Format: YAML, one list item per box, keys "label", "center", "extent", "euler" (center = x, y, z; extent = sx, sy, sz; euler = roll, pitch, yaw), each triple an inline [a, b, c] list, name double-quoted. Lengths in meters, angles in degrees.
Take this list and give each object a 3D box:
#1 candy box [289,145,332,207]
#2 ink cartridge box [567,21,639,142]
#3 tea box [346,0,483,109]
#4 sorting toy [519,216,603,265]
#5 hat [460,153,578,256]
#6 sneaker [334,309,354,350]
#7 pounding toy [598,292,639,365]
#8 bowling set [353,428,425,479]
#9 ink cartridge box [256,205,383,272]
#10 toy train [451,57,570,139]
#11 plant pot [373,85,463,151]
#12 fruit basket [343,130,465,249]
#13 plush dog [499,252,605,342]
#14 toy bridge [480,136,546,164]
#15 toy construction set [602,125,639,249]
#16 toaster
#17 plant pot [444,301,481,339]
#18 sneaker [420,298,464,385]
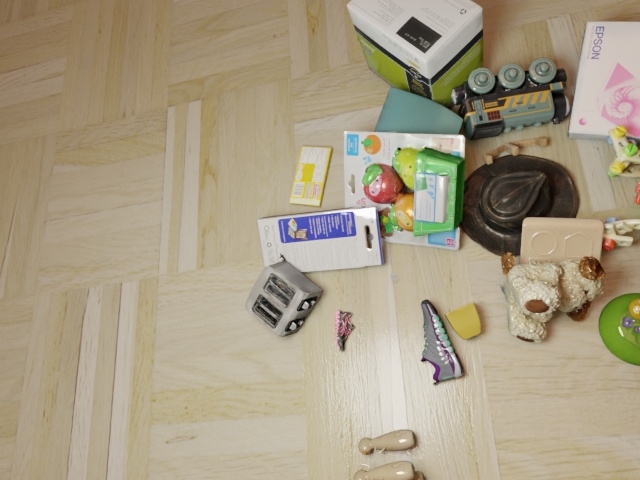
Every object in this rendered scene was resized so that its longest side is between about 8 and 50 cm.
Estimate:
- label: "candy box"
  center: [-0.030, -0.210, 1.714]
  extent: [0.105, 0.027, 0.206]
  euler: [7, 74, 16]
- label: "ink cartridge box"
  center: [0.883, -0.435, 1.448]
  extent: [0.329, 0.071, 0.325]
  euler: [9, 89, 23]
- label: "tea box"
  center: [0.295, -0.597, 1.587]
  extent: [0.220, 0.323, 0.329]
  euler: [-44, 66, -1]
- label: "sorting toy"
  center: [0.630, 0.043, 1.387]
  extent: [0.192, 0.038, 0.209]
  euler: [2, 105, 17]
- label: "hat"
  center: [0.542, -0.125, 1.456]
  extent: [0.331, 0.134, 0.332]
  euler: [-6, 69, 15]
- label: "sneaker"
  center: [0.070, 0.259, 1.516]
  extent: [0.057, 0.047, 0.120]
  euler: [0, 72, 4]
- label: "pounding toy"
  center: [0.807, 0.189, 1.279]
  extent: [0.237, 0.110, 0.183]
  euler: [-43, 66, -1]
- label: "bowling set"
  center: [0.176, 0.627, 1.287]
  extent: [0.154, 0.287, 0.200]
  euler: [-17, 101, 17]
- label: "ink cartridge box"
  center: [0.000, 0.000, 1.573]
  extent: [0.370, 0.069, 0.176]
  euler: [-5, 99, 17]
- label: "toy train"
  center: [0.559, -0.410, 1.544]
  extent: [0.333, 0.142, 0.191]
  euler: [-9, 82, 3]
- label: "plant pot"
  center: [0.298, -0.328, 1.587]
  extent: [0.234, 0.166, 0.166]
  euler: [17, 77, 13]
- label: "fruit basket"
  center: [0.224, -0.141, 1.492]
  extent: [0.352, 0.165, 0.327]
  euler: [6, 110, 20]
- label: "plush dog"
  center: [0.586, 0.117, 1.317]
  extent: [0.225, 0.262, 0.211]
  euler: [-6, 54, 8]
- label: "toy bridge"
  center: [0.558, -0.267, 1.538]
  extent: [0.188, 0.026, 0.063]
  euler: [-17, 25, -1]
- label: "toy construction set"
  center: [0.823, -0.124, 1.360]
  extent: [0.214, 0.151, 0.328]
  euler: [18, 81, 9]
- label: "toaster"
  center: [-0.111, 0.161, 1.530]
  extent: [0.185, 0.110, 0.168]
  euler: [37, 109, 18]
- label: "plant pot"
  center: [0.390, 0.220, 1.414]
  extent: [0.081, 0.081, 0.083]
  euler: [-26, 78, 7]
- label: "sneaker"
  center: [0.299, 0.273, 1.420]
  extent: [0.098, 0.083, 0.224]
  euler: [-26, 67, 12]
